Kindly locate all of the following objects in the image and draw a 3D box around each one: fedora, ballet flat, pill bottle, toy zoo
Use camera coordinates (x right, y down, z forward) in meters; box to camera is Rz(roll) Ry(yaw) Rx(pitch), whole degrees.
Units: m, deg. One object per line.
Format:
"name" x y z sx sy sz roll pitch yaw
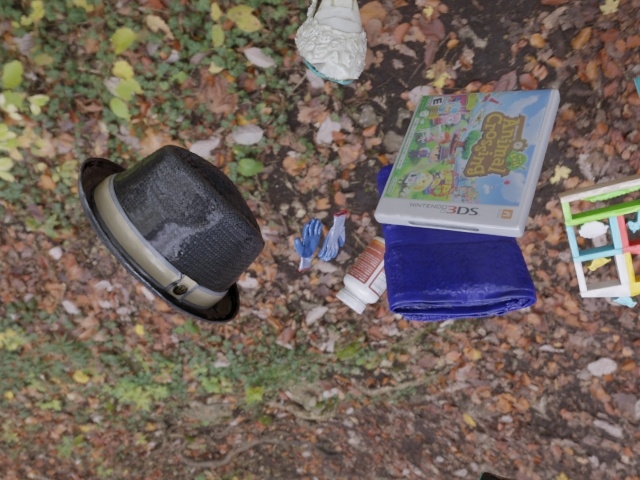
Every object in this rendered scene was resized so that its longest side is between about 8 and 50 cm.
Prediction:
"fedora" -0.200 -0.034 0.828 0.152 0.334 0.334 -38 89 8
"ballet flat" 0.024 -0.461 1.101 0.146 0.409 0.147 -1 127 -2
"pill bottle" 0.146 0.105 1.570 0.121 0.216 0.121 38 173 5
"toy zoo" 0.634 0.012 1.121 0.192 0.030 0.293 -15 111 22

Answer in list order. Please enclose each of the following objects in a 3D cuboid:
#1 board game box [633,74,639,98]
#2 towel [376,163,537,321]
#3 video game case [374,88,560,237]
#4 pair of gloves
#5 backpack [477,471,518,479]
"board game box" 0.701 -0.249 0.828 0.079 0.254 0.336 22 145 -27
"towel" 0.216 -0.007 0.910 0.227 0.308 0.076 -2 143 2
"video game case" 0.190 -0.109 0.697 0.193 0.213 0.023 8 154 35
"pair of gloves" 0.000 0.000 1.416 0.023 0.198 0.159 33 124 35
"backpack" 0.173 0.310 0.443 0.144 0.166 0.188 -20 120 43
